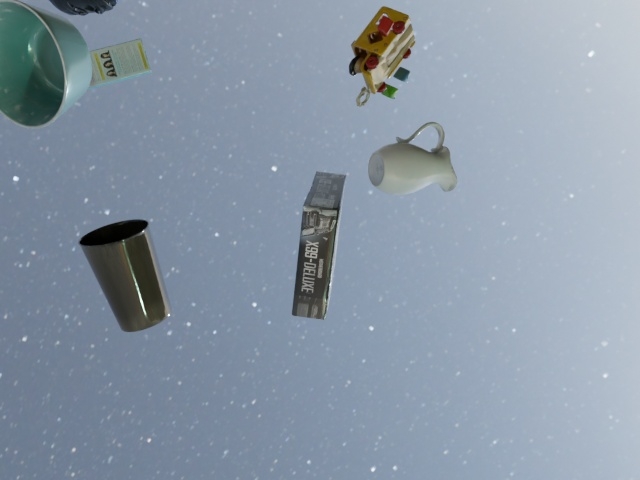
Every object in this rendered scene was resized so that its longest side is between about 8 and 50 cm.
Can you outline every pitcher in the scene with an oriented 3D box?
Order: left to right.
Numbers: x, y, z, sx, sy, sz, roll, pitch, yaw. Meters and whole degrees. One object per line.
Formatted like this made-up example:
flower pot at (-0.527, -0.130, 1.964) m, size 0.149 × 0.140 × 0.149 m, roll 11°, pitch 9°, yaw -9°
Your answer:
pitcher at (0.222, -0.201, 1.648) m, size 0.207 × 0.125 × 0.178 m, roll -4°, pitch -95°, yaw -24°

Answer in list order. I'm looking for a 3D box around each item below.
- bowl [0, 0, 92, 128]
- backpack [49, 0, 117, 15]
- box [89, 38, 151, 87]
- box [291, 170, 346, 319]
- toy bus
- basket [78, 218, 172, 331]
bowl at (-0.704, -0.454, 1.713) m, size 0.311 × 0.311 × 0.163 m, roll 40°, pitch -145°, yaw 7°
backpack at (-0.296, -0.340, 0.824) m, size 0.098 × 0.120 × 0.101 m, roll 0°, pitch -110°, yaw 9°
box at (-0.634, -0.516, 2.002) m, size 0.244 × 0.101 × 0.060 m, roll -17°, pitch -169°, yaw -9°
box at (0.000, 0.000, 1.492) m, size 0.076 × 0.242 × 0.307 m, roll 7°, pitch -162°, yaw 2°
toy bus at (0.118, -0.410, 1.481) m, size 0.104 × 0.191 × 0.202 m, roll 31°, pitch -146°, yaw 27°
basket at (-0.442, 0.084, 1.570) m, size 0.154 × 0.227 × 0.204 m, roll -28°, pitch -157°, yaw -34°
